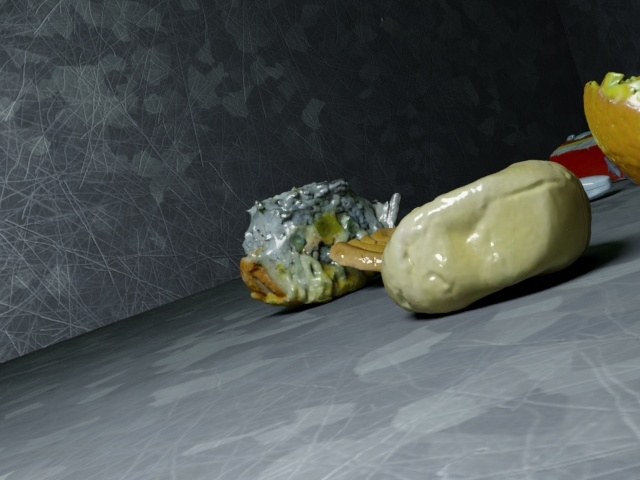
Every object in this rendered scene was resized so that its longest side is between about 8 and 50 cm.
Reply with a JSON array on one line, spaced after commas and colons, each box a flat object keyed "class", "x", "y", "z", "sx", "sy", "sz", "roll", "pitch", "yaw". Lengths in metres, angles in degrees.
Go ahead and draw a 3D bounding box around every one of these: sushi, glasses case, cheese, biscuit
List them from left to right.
[{"class": "sushi", "x": 0.000, "y": 0.000, "z": 1.389, "sx": 0.274, "sy": 0.184, "sz": 0.139, "roll": -17, "pitch": 3, "yaw": -35}, {"class": "biscuit", "x": 0.134, "y": 0.011, "z": 1.314, "sx": 0.224, "sy": 0.033, "sz": 0.144, "roll": -12, "pitch": 22, "yaw": -30}, {"class": "cheese", "x": 0.174, "y": -0.001, "z": 0.919, "sx": 0.225, "sy": 0.117, "sz": 0.214, "roll": -22, "pitch": -6, "yaw": 20}, {"class": "glasses case", "x": 0.442, "y": -0.081, "z": 1.574, "sx": 0.178, "sy": 0.045, "sz": 0.067, "roll": -17, "pitch": 3, "yaw": 29}]

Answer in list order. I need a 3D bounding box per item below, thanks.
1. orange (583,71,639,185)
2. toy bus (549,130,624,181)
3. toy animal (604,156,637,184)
[{"class": "orange", "x": 0.427, "y": -0.124, "z": 0.811, "sx": 0.334, "sy": 0.196, "sz": 0.262, "roll": -23, "pitch": 17, "yaw": -5}, {"class": "toy bus", "x": 0.612, "y": -0.178, "z": 1.831, "sx": 0.119, "sy": 0.121, "sz": 0.265, "roll": -29, "pitch": 8, "yaw": -28}, {"class": "toy animal", "x": 0.595, "y": -0.186, "z": 1.571, "sx": 0.176, "sy": 0.239, "sz": 0.255, "roll": -45, "pitch": -42, "yaw": -1}]
